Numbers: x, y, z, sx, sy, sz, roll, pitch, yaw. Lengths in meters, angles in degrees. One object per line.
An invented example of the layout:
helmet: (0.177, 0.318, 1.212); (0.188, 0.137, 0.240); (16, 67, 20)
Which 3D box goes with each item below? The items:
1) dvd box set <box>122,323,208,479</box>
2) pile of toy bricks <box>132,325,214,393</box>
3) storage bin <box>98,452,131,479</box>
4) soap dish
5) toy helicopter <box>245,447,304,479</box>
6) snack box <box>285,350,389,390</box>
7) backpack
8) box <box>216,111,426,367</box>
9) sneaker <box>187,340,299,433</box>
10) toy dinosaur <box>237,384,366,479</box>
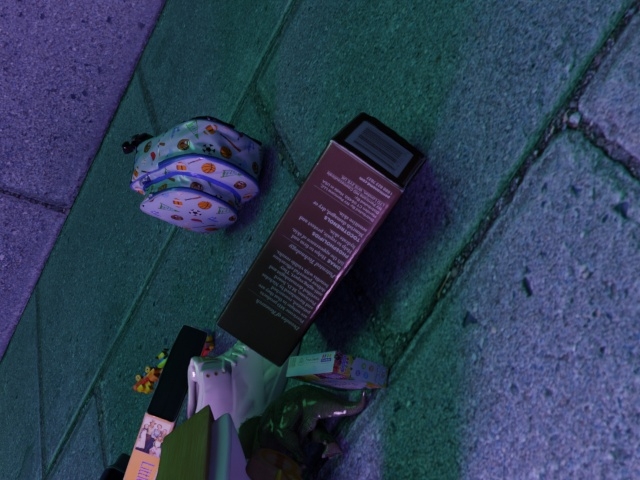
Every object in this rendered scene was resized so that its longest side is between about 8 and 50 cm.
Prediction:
dvd box set: (-0.335, 0.414, 1.773); (0.307, 0.062, 0.420); (-80, 11, -63)
pile of toy bricks: (-0.291, 0.284, 1.927); (0.212, 0.118, 0.105); (-41, 67, 19)
storage bin: (-0.457, 0.562, 2.059); (0.135, 0.098, 0.091); (-62, 2, 19)
soap dish: (-0.158, 0.399, 1.290); (0.291, 0.118, 0.228); (-115, 10, -77)
toy helicopter: (-0.022, 0.384, 1.215); (0.355, 0.235, 0.140); (34, 104, 57)
snack box: (0.024, 0.204, 1.395); (0.141, 0.100, 0.037); (-18, 58, 57)
backpack: (-0.259, -0.146, 1.947); (0.263, 0.277, 0.213); (-30, 53, 42)
box: (0.000, 0.000, 1.441); (0.381, 0.143, 0.191); (-55, -2, 27)
sneaker: (-0.144, 0.211, 1.618); (0.108, 0.169, 0.292); (5, 77, 63)
toy dinosaur: (-0.050, 0.307, 1.450); (0.313, 0.121, 0.160); (-54, 46, 37)
